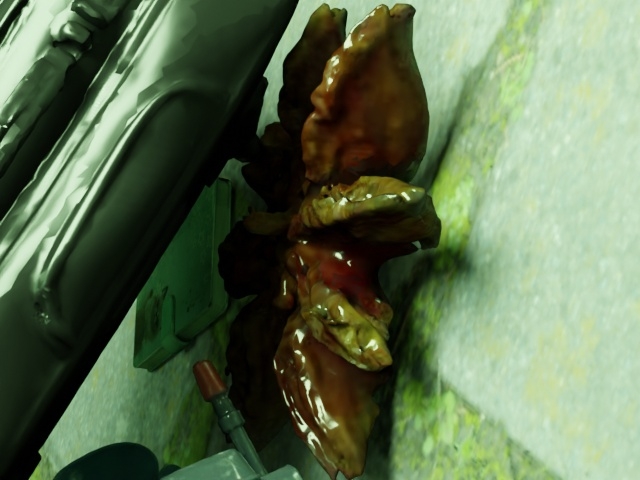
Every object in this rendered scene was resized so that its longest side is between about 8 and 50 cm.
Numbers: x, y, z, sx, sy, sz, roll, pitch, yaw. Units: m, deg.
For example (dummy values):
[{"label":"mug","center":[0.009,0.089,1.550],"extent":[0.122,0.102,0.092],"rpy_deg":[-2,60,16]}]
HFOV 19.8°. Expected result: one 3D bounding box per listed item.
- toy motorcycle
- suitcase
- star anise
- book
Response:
[{"label":"toy motorcycle","center":[-0.082,0.187,1.040],"extent":[0.182,0.123,0.272],"rpy_deg":[63,153,13]},{"label":"suitcase","center":[-0.161,-0.013,1.038],"extent":[0.345,0.188,0.339],"rpy_deg":[-57,3,-15]},{"label":"star anise","center":[0.000,0.000,0.999],"extent":[0.288,0.088,0.288],"rpy_deg":[-174,90,-68]},{"label":"book","center":[-0.098,0.028,1.275],"extent":[0.135,0.017,0.103],"rpy_deg":[-39,44,54]}]
